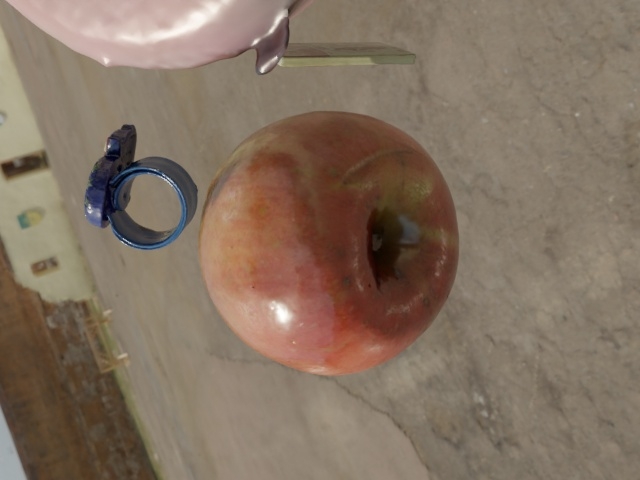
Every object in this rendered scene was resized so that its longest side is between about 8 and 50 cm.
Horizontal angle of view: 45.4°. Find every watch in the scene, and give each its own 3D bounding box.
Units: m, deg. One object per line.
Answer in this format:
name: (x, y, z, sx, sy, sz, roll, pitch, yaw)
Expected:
watch: (-0.341, -0.090, 1.483, 0.171, 0.200, 0.196, -72, -1, -62)

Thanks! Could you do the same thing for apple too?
apple: (0.000, 0.000, 1.059, 0.364, 0.364, 0.364, 54, 156, 38)

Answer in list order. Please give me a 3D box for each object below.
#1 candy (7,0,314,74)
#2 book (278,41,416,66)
candy: (-0.084, -0.202, 0.376, 0.255, 0.094, 0.255, 11, 123, 17)
book: (0.023, -0.318, 1.298, 0.162, 0.232, 0.022, -129, 37, -61)
